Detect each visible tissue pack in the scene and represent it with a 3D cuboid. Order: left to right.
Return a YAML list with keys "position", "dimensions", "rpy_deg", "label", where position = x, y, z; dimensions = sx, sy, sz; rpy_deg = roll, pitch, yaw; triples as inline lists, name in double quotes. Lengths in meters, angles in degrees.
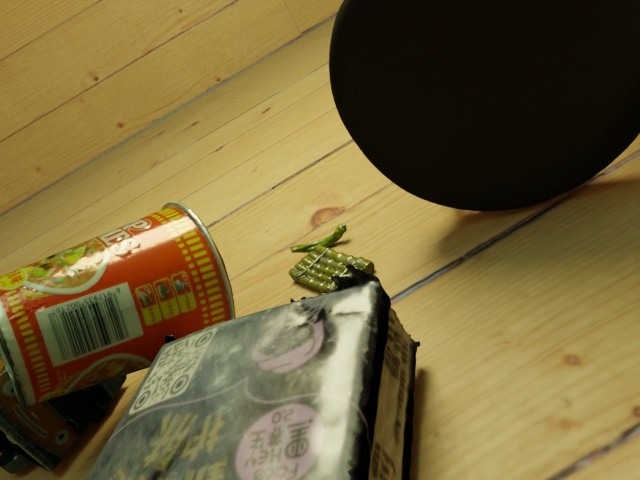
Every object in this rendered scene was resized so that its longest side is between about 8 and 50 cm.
- position: [-0.072, 0.199, 0.371]
  dimensions: [0.259, 0.122, 0.361]
  rpy_deg: [-20, 31, 25]
  label: "tissue pack"

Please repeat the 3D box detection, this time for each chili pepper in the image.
- position: [0.000, -0.001, 0.730]
  dimensions: [0.083, 0.030, 0.017]
  rpy_deg: [-28, 45, 17]
  label: "chili pepper"

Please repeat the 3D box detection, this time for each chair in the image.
- position: [0.202, -0.270, 0.652]
  dimensions: [0.362, 0.365, 0.410]
  rpy_deg: [-14, 36, 30]
  label: "chair"

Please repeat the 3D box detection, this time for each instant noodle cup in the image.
- position: [-0.229, 0.076, 0.583]
  dimensions: [0.212, 0.193, 0.193]
  rpy_deg: [-21, 18, -34]
  label: "instant noodle cup"

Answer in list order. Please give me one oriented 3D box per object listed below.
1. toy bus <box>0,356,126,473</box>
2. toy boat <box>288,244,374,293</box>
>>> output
- position: [-0.394, 0.185, 0.699]
  dimensions: [0.275, 0.138, 0.167]
  rpy_deg: [-8, 32, 41]
  label: "toy bus"
- position: [0.011, 0.037, 0.668]
  dimensions: [0.063, 0.016, 0.115]
  rpy_deg: [-41, 28, -21]
  label: "toy boat"
